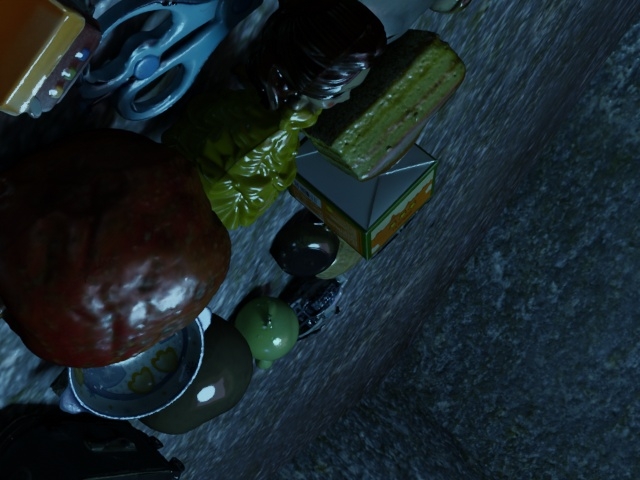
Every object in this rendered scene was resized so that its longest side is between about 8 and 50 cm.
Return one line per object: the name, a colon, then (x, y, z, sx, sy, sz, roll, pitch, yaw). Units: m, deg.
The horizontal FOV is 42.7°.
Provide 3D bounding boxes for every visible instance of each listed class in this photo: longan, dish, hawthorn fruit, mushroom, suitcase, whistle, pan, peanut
longan: (-0.223, 0.216, 1.373, 0.220, 0.196, 0.196, -29, 157, -19)
dish: (-0.286, 0.147, 1.220, 0.236, 0.086, 0.227, -12, 115, -28)
hawthorn fruit: (-0.230, 0.006, 0.852, 0.262, 0.258, 0.258, 2, 130, -43)
mushroom: (0.094, -0.338, 1.137, 0.159, 0.122, 0.329, -14, -166, 48)
suitcase: (-0.418, 0.415, 1.321, 0.283, 0.194, 0.434, -49, 163, 0)
whistle: (-0.131, 0.199, 1.729, 0.141, 0.141, 0.294, -40, 178, -26)
pan: (-0.015, -0.002, 1.550, 0.129, 0.048, 0.202, 5, 132, -20)
peanut: (0.058, -0.027, 1.681, 0.197, 0.110, 0.233, -30, 156, -46)

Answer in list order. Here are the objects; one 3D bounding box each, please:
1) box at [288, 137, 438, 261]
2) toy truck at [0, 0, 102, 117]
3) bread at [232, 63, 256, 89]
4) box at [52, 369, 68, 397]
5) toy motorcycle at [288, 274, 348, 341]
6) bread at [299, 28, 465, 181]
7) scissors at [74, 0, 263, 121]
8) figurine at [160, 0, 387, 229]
box: (0.068, -0.103, 1.393, 0.177, 0.195, 0.148, -45, 162, -13)
toy truck: (-0.261, -0.172, 0.551, 0.114, 0.135, 0.270, -51, 162, 7)
bread: (-0.044, -0.216, 1.060, 0.080, 0.109, 0.084, -66, 154, -21)
box: (-0.366, 0.232, 1.283, 0.045, 0.062, 0.098, -54, 160, 3)
toy motorcycle: (-0.004, 0.120, 1.841, 0.239, 0.108, 0.204, -23, -162, 43)
bread: (0.093, -0.208, 1.246, 0.234, 0.110, 0.184, -47, -155, -2)
scissors: (-0.096, -0.259, 0.866, 0.393, 0.032, 0.180, -38, 164, -6)
figurine: (-0.040, -0.151, 0.914, 0.187, 0.168, 0.315, -20, 170, -40)
